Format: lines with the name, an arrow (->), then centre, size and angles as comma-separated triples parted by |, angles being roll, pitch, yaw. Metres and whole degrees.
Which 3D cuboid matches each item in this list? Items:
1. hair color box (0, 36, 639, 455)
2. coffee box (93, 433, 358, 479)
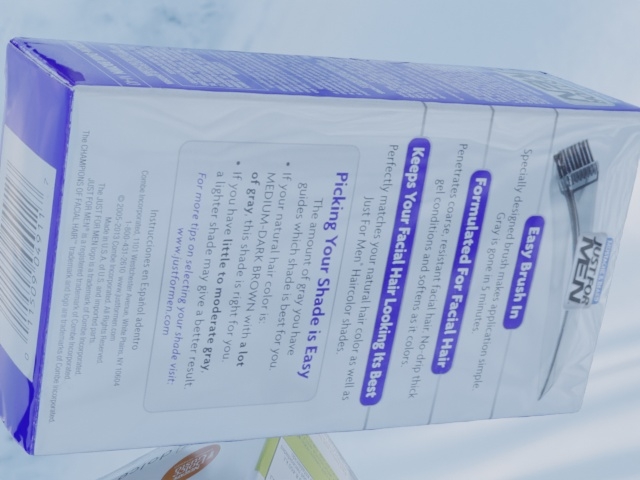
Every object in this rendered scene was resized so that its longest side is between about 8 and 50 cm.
hair color box -> 0.000, 0.000, 0.776 | 0.339, 0.110, 0.185 | 1, 109, -29
coffee box -> -0.092, 0.365, 1.019 | 0.338, 0.338, 0.334 | -30, -168, 16
